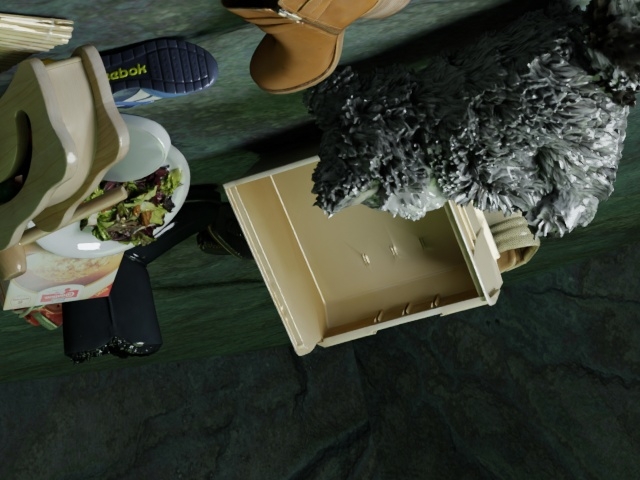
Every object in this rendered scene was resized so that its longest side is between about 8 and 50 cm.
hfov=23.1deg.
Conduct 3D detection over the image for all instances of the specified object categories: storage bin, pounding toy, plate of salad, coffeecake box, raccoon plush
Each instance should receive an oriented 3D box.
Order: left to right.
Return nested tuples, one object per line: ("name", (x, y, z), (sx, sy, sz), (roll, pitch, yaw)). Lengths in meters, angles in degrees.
("pounding toy", (-0.265, -0.090, 1.453), (0.155, 0.154, 0.269), (-25, 167, -47))
("coffeecake box", (-0.317, 0.000, 1.930), (0.142, 0.068, 0.185), (-8, 148, -27))
("plate of salad", (-0.241, -0.042, 1.810), (0.199, 0.048, 0.200), (-18, 142, -15))
("storage bin", (0.060, -0.008, 1.937), (0.262, 0.260, 0.123), (-17, -164, 22))
("raccoon plush", (0.154, -0.179, 1.578), (0.299, 0.216, 0.446), (3, 138, -12))

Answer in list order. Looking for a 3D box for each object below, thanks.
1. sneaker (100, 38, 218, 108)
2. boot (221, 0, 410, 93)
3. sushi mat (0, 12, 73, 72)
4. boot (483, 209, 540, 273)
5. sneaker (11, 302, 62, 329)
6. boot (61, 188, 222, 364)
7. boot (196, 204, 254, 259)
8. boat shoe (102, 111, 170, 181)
("sneaker", (-0.166, -0.153, 1.467), (0.144, 0.053, 0.059), (-6, 173, 4))
("boot", (-0.032, -0.193, 1.353), (0.197, 0.073, 0.152), (-35, 160, 36))
("sushi mat", (-0.366, -0.160, 1.263), (0.151, 0.019, 0.316), (-19, 169, 39))
("boot", (0.197, -0.048, 2.081), (0.095, 0.204, 0.262), (-7, 169, -28))
("sneaker", (-0.391, 0.053, 2.129), (0.116, 0.136, 0.314), (-20, 168, 35))
("boot", (-0.235, 0.050, 2.093), (0.246, 0.207, 0.094), (-11, 171, -13))
("boot", (-0.150, -0.005, 2.332), (0.137, 0.077, 0.198), (1, 165, 30))
("boat shoe", (-0.234, -0.105, 1.532), (0.219, 0.070, 0.078), (-1, 134, 30))
